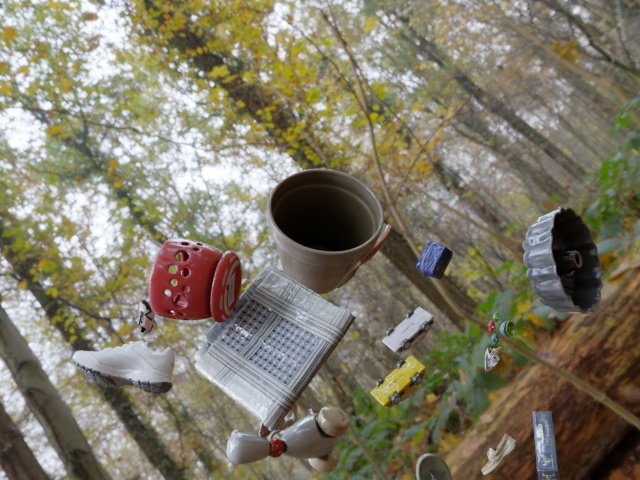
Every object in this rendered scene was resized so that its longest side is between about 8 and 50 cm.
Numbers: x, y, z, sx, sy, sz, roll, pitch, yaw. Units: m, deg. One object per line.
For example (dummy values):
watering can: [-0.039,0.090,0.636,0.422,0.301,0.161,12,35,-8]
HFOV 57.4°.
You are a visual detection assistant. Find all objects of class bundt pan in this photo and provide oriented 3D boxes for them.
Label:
bundt pan: [0.731,0.070,1.793,0.124,0.331,0.330,-18,5,45]

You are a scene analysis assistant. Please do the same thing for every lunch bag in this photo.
lunch bag: [0.302,0.055,1.577,0.067,0.065,0.099,34,-97,-50]

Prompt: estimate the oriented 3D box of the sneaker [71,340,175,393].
sneaker: [-0.549,0.346,1.652,0.111,0.296,0.130,97,-177,-57]

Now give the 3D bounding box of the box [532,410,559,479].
box: [0.650,0.636,1.675,0.233,0.059,0.184,-60,-40,-59]

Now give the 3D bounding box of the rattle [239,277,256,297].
rattle: [-0.184,0.210,1.907,0.142,0.200,0.130,-28,11,13]

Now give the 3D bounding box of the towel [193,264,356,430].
towel: [-0.122,0.224,1.349,0.312,0.324,0.056,-52,-43,-14]

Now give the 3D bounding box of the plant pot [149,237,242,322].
plant pot: [-0.283,0.097,1.375,0.191,0.173,0.191,8,-90,-83]

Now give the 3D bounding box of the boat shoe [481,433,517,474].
boat shoe: [0.507,0.617,1.691,0.135,0.045,0.050,-48,-17,2]

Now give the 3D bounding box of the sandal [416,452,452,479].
sandal: [0.406,0.876,1.981,0.120,0.303,0.086,-9,-11,-7]

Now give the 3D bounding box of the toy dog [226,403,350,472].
toy dog: [-0.082,0.482,1.493,0.333,0.161,0.220,31,-85,-35]

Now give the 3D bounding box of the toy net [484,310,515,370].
toy net: [0.676,0.389,2.237,0.045,0.122,0.232,-7,43,46]

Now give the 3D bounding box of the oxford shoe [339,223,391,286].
oxford shoe: [0.144,0.023,2.341,0.397,0.146,0.141,-39,-16,-40]

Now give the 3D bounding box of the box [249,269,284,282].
box: [-0.154,0.331,2.290,0.212,0.396,0.293,-36,-7,7]

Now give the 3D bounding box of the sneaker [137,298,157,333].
sneaker: [-0.467,0.205,1.561,0.043,0.040,0.109,-33,-48,-40]

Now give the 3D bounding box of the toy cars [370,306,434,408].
toy cars: [0.290,0.401,1.974,0.087,0.176,0.394,59,-145,-35]

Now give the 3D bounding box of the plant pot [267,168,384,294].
plant pot: [0.000,0.000,1.695,0.323,0.323,0.281,-33,-28,-30]
